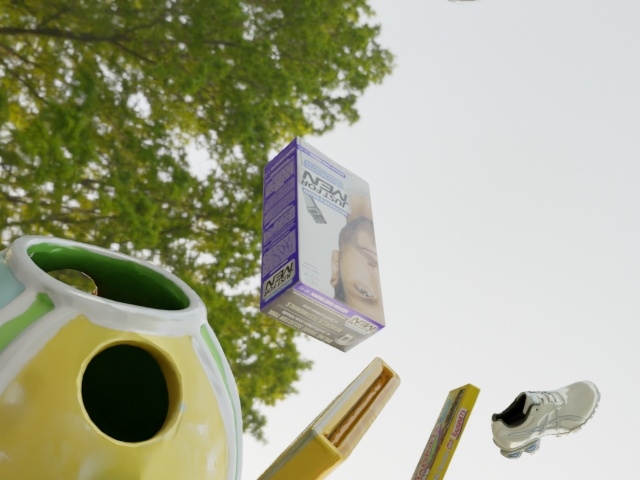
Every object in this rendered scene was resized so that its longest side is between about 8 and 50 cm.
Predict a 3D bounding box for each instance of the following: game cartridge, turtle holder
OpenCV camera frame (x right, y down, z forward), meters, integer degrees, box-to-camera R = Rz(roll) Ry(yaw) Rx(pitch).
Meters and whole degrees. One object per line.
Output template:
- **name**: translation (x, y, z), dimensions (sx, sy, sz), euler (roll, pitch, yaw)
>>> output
- **game cartridge**: translation (-0.053, 0.289, 0.823), dimensions (0.052, 0.285, 0.324), euler (43, -74, 10)
- **turtle holder**: translation (-0.161, 0.130, 0.413), dimensions (0.320, 0.243, 0.228), euler (-130, -120, -79)

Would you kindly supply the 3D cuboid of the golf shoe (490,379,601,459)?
- **golf shoe**: translation (0.328, 0.247, 1.037), dimensions (0.176, 0.086, 0.069), euler (-31, -149, -5)

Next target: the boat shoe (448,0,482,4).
- **boat shoe**: translation (0.338, -0.546, 1.243), dimensions (0.136, 0.156, 0.367), euler (44, -88, -6)

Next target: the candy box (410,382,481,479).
- **candy box**: translation (0.191, 0.330, 1.135), dimensions (0.027, 0.105, 0.206), euler (28, -111, 3)

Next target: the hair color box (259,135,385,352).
- **hair color box**: translation (0.000, 0.000, 1.210), dimensions (0.110, 0.185, 0.339), euler (-37, -142, 33)
